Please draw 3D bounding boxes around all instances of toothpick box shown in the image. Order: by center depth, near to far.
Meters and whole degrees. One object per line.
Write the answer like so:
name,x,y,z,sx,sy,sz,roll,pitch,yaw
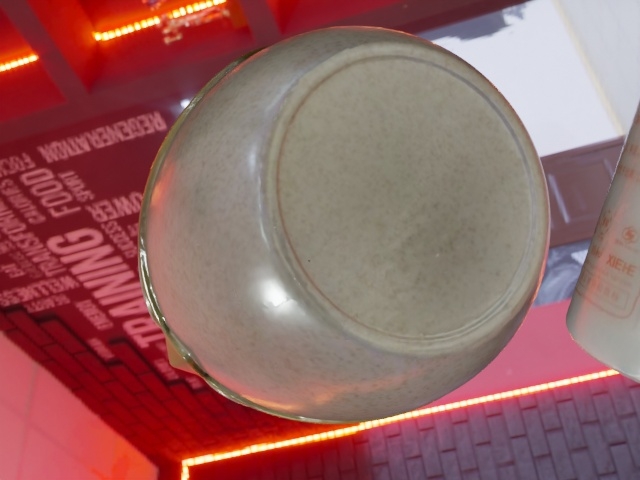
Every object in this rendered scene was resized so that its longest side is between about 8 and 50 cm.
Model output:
toothpick box,0.000,0.000,0.844,0.425,0.409,0.408,155,102,-67

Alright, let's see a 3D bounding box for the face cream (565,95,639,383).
face cream,0.189,-0.060,0.321,0.101,0.101,0.251,-59,-17,-76
